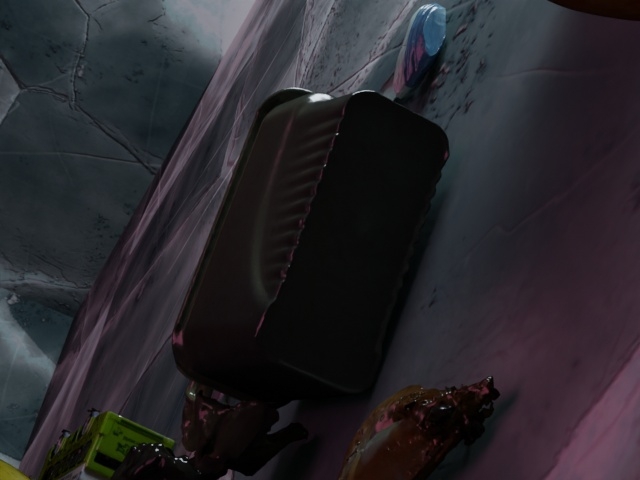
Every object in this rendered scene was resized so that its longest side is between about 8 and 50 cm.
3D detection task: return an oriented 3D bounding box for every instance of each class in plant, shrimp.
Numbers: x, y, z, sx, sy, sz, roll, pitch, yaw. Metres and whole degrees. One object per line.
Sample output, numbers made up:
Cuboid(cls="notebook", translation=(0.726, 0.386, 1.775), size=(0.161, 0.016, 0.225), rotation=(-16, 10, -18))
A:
Cuboid(cls="plant", translation=(-0.099, 0.210, 0.897), size=(0.203, 0.131, 0.142), rotation=(-56, 8, -9))
Cuboid(cls="shrimp", translation=(0.050, 0.120, 0.698), size=(0.184, 0.043, 0.091), rotation=(-44, 21, 56))

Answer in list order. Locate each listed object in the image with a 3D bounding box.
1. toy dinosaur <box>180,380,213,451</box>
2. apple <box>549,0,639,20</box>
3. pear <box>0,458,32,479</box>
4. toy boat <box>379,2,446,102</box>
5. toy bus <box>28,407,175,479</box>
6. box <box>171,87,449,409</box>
Cuboid(cls="toy dinosaur", translation=(-0.107, 0.083, 1.250), size=(0.294, 0.077, 0.162), rotation=(-68, 14, -11))
Cuboid(cls="apple", translation=(0.198, -0.202, 0.476), size=(0.293, 0.163, 0.251), rotation=(-55, 2, -14))
Cuboid(cls="pear", translation=(-0.428, 0.411, 1.280), size=(0.362, 0.363, 0.418), rotation=(-69, 12, -16))
Cuboid(cls="toy boat", translation=(0.075, -0.161, 1.098), size=(0.149, 0.034, 0.105), rotation=(-52, 17, 39))
Cuboid(cls="toy bus", translation=(-0.291, 0.306, 1.457), size=(0.302, 0.113, 0.139), rotation=(-38, 29, 57))
Cuboid(cls="box", translation=(0.000, 0.000, 0.931), size=(0.178, 0.138, 0.274), rotation=(-13, 56, 65))
